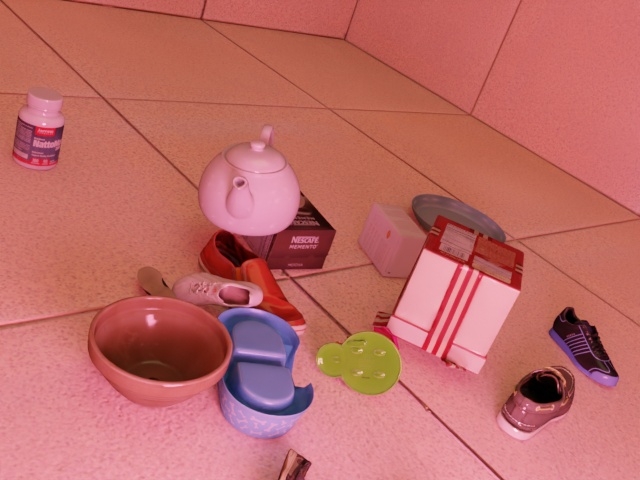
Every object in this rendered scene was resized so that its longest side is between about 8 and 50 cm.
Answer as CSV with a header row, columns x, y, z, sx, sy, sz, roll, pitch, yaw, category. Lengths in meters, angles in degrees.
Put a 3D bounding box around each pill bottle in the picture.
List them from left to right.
x,y,z,sx,sy,sz,roll,pitch,yaw,category
-0.681,-0.273,1.775,0.108,0.180,0.108,16,27,-8,pill bottle

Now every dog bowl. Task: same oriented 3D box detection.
x,y,z,sx,sy,sz,roll,pitch,yaw,category
-0.114,0.239,1.335,0.166,0.074,0.297,10,29,-20,dog bowl

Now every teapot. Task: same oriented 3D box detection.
x,y,z,sx,sy,sz,roll,pitch,yaw,category
-0.153,-0.144,1.660,0.252,0.187,0.256,-13,39,-36,teapot

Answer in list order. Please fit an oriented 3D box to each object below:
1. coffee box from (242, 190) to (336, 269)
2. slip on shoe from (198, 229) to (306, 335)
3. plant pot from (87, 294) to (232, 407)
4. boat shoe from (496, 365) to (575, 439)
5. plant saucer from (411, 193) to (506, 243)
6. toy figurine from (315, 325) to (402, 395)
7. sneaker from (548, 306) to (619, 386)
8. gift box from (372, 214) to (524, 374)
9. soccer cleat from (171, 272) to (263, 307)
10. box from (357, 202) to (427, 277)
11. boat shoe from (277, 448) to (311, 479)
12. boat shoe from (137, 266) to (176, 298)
x,y,z,sx,sy,sz,roll,pitch,yaw,category
-0.111,-0.056,1.841,0.168,0.119,0.297,1,33,-34,coffee box
-0.147,0.091,1.562,0.123,0.101,0.331,-5,38,-45,slip on shoe
-0.275,0.203,1.239,0.237,0.110,0.237,13,29,-7,plant pot
0.483,0.329,1.572,0.109,0.091,0.305,36,30,28,boat shoe
0.429,-0.051,2.306,0.317,0.044,0.317,16,27,-9,plant saucer
0.094,0.229,1.500,0.173,0.130,0.159,1,8,15,toy figurine
0.668,0.262,1.831,0.081,0.090,0.232,3,31,-32,sneaker
0.282,0.129,1.617,0.255,0.258,0.276,26,28,11,gift box
-0.213,0.102,1.472,0.196,0.068,0.076,4,2,13,soccer cleat
0.189,0.000,1.940,0.091,0.130,0.170,6,31,-29,box
-0.044,0.382,1.134,0.049,0.056,0.152,16,26,2,boat shoe
-0.331,0.101,1.480,0.049,0.042,0.133,-29,49,-25,boat shoe
